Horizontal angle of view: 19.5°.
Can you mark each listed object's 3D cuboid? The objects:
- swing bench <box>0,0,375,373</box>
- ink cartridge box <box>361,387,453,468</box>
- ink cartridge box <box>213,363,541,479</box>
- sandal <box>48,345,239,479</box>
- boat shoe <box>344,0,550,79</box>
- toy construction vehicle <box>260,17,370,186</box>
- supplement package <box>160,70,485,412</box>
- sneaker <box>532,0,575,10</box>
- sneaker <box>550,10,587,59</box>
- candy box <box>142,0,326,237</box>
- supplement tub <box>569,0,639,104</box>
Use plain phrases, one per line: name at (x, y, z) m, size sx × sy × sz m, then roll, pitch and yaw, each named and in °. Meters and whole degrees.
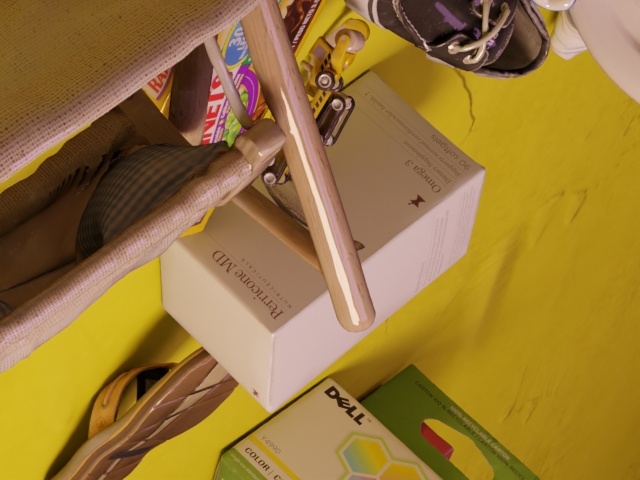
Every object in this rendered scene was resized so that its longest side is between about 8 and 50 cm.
swing bench at (-0.120, -0.017, 0.805) m, size 0.253 × 0.165 × 0.254 m, roll -36°, pitch 144°, yaw -25°
ink cartridge box at (-0.003, 0.250, 1.637) m, size 0.218 × 0.092 × 0.158 m, roll -34°, pitch 156°, yaw -35°
ink cartridge box at (0.062, 0.196, 1.529) m, size 0.255 × 0.189 × 0.097 m, roll -34°, pitch 155°, yaw -34°
sandal at (-0.123, 0.113, 1.221) m, size 0.180 × 0.049 × 0.072 m, roll -40°, pitch 159°, yaw 27°
boat shoe at (0.085, -0.142, 1.111) m, size 0.078 × 0.070 × 0.219 m, roll -52°, pitch 159°, yaw 14°
toy construction vehicle at (-0.007, -0.082, 1.064) m, size 0.098 × 0.035 × 0.086 m, roll -62°, pitch 168°, yaw 14°
supplement package at (0.000, 0.000, 1.159) m, size 0.179 × 0.105 × 0.105 m, roll -38°, pitch 159°, yaw -23°
sneaker at (0.155, -0.217, 1.059) m, size 0.211 × 0.080 × 0.081 m, roll 93°, pitch 7°, yaw -55°
sneaker at (0.219, -0.181, 1.345) m, size 0.152 × 0.053 × 0.061 m, roll -33°, pitch 171°, yaw -26°
candy box at (-0.062, -0.077, 1.005) m, size 0.105 × 0.027 × 0.206 m, roll -16°, pitch 144°, yaw -50°
supplement tub at (0.328, -0.211, 1.232) m, size 0.316 × 0.228 × 0.228 m, roll -25°, pitch 150°, yaw -46°
